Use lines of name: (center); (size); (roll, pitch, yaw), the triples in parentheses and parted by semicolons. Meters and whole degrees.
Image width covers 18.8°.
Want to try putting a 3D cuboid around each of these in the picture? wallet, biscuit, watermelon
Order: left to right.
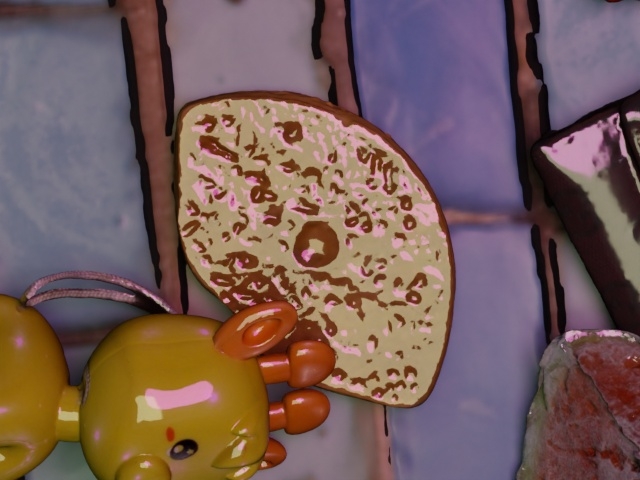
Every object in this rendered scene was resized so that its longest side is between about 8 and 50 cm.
biscuit: (0.000, 0.000, 1.116); (0.142, 0.029, 0.221); (-42, 94, 2)
watermelon: (0.178, 0.146, 1.092); (0.071, 0.139, 0.187); (-5, 105, -29)
wallet: (0.246, 0.007, 1.121); (0.182, 0.049, 0.229); (-26, 96, -4)

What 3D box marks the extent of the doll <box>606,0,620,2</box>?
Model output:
doll: (0.337, -0.224, 1.055); (0.384, 0.099, 0.188); (-8, 101, 11)

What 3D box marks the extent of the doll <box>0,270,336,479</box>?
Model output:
doll: (-0.102, 0.087, 1.077); (0.221, 0.135, 0.143); (-3, 135, -5)
